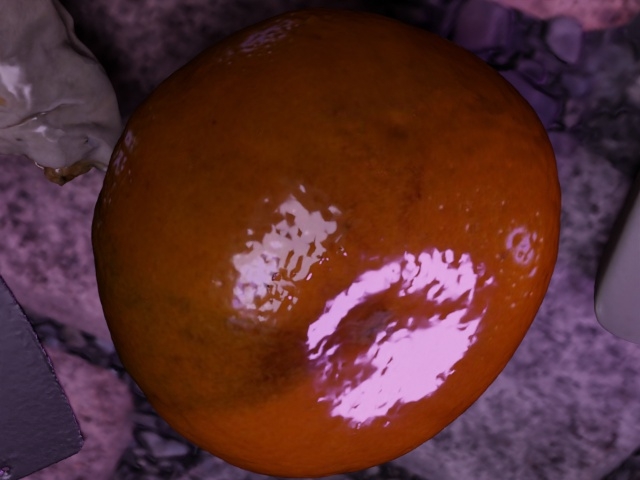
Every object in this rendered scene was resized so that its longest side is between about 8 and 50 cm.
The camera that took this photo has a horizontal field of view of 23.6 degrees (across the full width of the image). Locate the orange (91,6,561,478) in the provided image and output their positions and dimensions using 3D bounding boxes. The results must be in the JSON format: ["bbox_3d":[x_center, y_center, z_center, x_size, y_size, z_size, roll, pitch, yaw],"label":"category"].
[{"bbox_3d":[0.000,0.000,0.743,0.240,0.171,0.240,-16,130,-20],"label":"orange"}]

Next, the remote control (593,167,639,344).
[{"bbox_3d":[0.223,-0.075,0.772,0.090,0.038,0.309,15,120,-6],"label":"remote control"}]

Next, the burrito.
[{"bbox_3d":[-0.226,-0.179,0.711,0.117,0.076,0.392,-13,122,39],"label":"burrito"}]

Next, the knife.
[{"bbox_3d":[-0.212,0.038,0.872,0.072,0.019,0.245,-25,118,2],"label":"knife"}]
